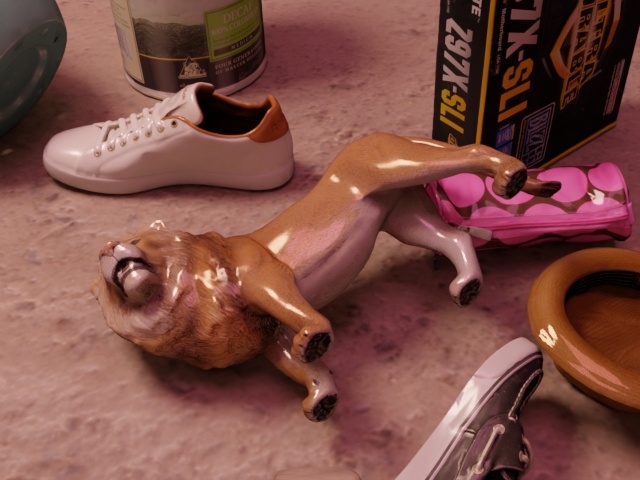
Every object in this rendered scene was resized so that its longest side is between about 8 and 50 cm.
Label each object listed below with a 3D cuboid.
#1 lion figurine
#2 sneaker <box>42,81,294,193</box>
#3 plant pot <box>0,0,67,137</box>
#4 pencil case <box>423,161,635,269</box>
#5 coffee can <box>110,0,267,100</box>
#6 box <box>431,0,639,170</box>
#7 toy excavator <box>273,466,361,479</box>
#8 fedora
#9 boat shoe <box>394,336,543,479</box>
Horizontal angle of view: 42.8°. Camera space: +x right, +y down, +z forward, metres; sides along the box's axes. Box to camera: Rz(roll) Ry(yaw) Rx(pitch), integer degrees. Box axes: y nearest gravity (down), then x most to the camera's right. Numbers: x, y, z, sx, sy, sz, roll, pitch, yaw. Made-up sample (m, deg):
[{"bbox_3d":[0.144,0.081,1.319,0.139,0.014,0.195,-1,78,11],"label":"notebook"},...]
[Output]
[{"bbox_3d":[0.000,0.000,0.742,0.392,0.142,0.240,-31,44,-19],"label":"lion figurine"},{"bbox_3d":[-0.177,-0.128,0.922,0.290,0.123,0.106,-1,45,2],"label":"sneaker"},{"bbox_3d":[-0.444,-0.248,0.948,0.235,0.293,0.293,35,48,-3],"label":"plant pot"},{"bbox_3d":[0.209,-0.029,0.824,0.209,0.095,0.098,-7,8,-2],"label":"pencil case"},{"bbox_3d":[-0.176,-0.347,1.043,0.201,0.275,0.201,-1,43,1],"label":"coffee can"},{"bbox_3d":[0.237,-0.222,0.860,0.257,0.322,0.079,-27,47,-25],"label":"box"},{"bbox_3d":[-0.236,0.205,0.454,0.432,0.222,0.445,-10,-6,25],"label":"toy excavator"},{"bbox_3d":[0.266,0.091,0.700,0.194,0.079,0.194,5,43,-4],"label":"fedora"},{"bbox_3d":[0.123,0.168,0.631,0.070,0.078,0.219,28,59,29],"label":"boat shoe"}]
